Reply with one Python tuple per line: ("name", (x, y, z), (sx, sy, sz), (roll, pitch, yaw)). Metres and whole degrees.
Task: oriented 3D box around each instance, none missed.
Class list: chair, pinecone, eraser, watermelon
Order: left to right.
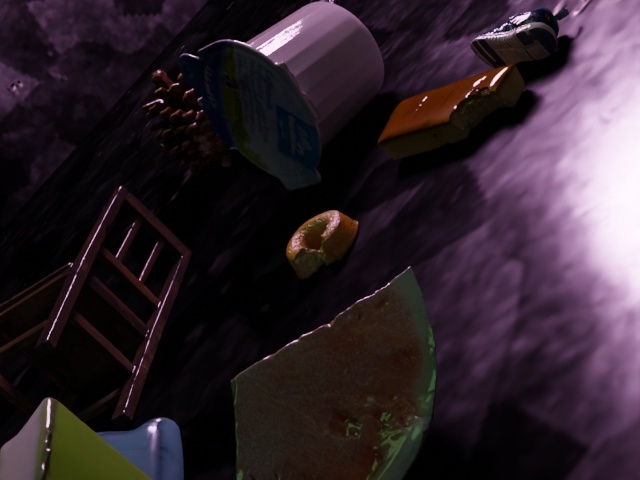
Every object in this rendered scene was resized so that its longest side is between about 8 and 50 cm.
("chair", (-0.387, 0.134, 1.917), (0.241, 0.203, 0.416), (-33, 23, 26))
("eraser", (-0.175, 0.292, 1.096), (0.092, 0.274, 0.210), (-42, 21, 9))
("pinecone", (-0.231, -0.232, 2.266), (0.186, 0.212, 0.169), (-39, 20, -7))
("watermelon", (0.008, 0.165, 1.141), (0.260, 0.176, 0.256), (-26, 28, -6))

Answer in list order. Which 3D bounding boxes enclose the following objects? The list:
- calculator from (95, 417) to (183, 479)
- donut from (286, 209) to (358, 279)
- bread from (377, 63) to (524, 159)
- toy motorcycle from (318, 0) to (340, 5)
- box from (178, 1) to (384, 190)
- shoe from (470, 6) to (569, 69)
("calculator", (-0.289, 0.351, 1.372), (0.256, 0.054, 0.386), (-6, 42, 12))
("donut", (0.000, 0.000, 1.627), (0.108, 0.043, 0.097), (-31, 26, 26))
("bread", (0.168, -0.164, 1.586), (0.226, 0.049, 0.088), (-11, 40, 56))
("toy motorcycle", (-0.024, -0.336, 2.216), (0.173, 0.108, 0.307), (-45, 19, 30))
("box", (-0.046, -0.252, 1.893), (0.291, 0.262, 0.206), (32, 56, 28))
("shoe", (0.254, -0.265, 1.583), (0.143, 0.064, 0.071), (-11, 42, 54))
